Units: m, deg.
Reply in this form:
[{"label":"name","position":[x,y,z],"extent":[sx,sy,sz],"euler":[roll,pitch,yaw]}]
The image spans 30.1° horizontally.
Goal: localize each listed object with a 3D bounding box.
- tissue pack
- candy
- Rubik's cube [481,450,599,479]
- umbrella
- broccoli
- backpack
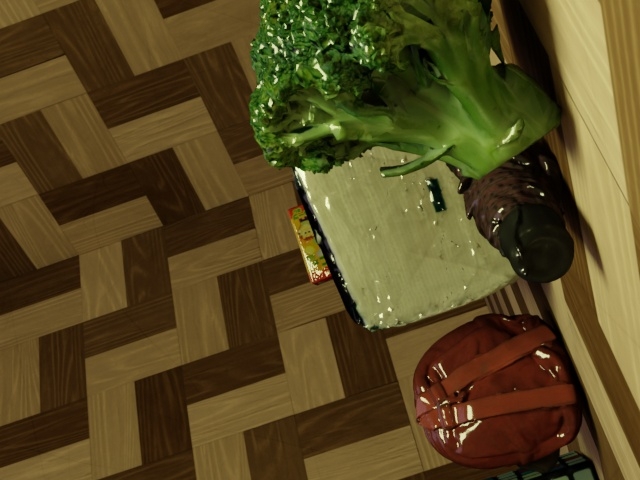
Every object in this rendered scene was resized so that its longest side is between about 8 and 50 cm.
[{"label":"tissue pack","position":[0.128,-0.046,1.613],"extent":[0.416,0.253,0.264],"euler":[-22,-88,-83]},{"label":"candy","position":[0.000,0.000,1.783],"extent":[0.038,0.062,0.122],"euler":[24,-134,-75]},{"label":"Rubik's cube","position":[0.346,0.437,1.805],"extent":[0.184,0.182,0.187],"euler":[22,-131,-84]},{"label":"umbrella","position":[0.167,-0.058,1.094],"extent":[0.326,0.090,0.094],"euler":[-100,-7,-65]},{"label":"broccoli","position":[0.066,-0.147,0.903],"extent":[0.241,0.261,0.269],"euler":[49,145,-1]},{"label":"backpack","position":[0.227,0.202,1.563],"extent":[0.139,0.229,0.229],"euler":[69,-177,-68]}]
